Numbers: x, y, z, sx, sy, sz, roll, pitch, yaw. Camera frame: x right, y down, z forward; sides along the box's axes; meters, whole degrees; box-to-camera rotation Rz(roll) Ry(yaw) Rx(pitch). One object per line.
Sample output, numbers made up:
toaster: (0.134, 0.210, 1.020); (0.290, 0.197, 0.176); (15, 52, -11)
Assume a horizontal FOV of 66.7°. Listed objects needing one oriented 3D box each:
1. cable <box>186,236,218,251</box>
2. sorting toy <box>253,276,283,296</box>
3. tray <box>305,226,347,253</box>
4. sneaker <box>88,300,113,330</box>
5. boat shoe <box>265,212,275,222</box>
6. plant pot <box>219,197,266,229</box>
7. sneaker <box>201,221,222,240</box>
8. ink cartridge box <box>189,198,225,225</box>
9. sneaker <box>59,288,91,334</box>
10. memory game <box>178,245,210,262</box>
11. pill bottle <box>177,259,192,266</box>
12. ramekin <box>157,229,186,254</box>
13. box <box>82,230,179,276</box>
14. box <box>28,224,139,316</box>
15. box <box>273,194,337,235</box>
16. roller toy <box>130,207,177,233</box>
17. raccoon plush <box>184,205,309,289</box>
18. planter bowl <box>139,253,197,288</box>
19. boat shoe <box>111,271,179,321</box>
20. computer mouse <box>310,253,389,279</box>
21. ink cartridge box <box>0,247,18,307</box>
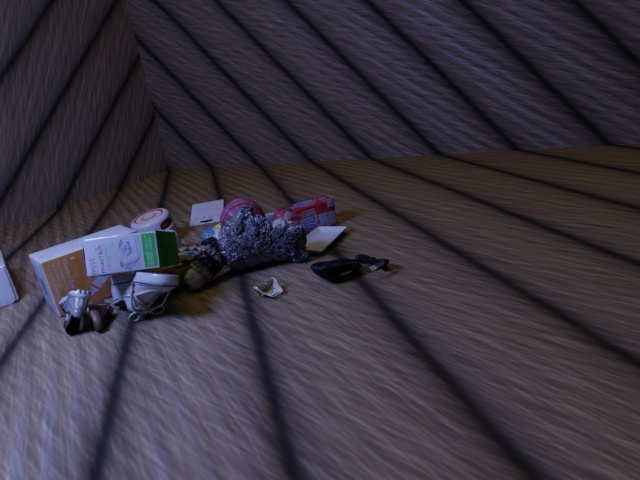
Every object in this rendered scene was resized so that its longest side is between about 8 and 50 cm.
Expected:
cable: (-0.497, 0.035, 2.032); (0.150, 0.047, 0.184); (-44, 29, -15)
sorting toy: (-0.165, 0.165, 1.607); (0.075, 0.045, 0.083); (18, 32, 39)
tray: (0.000, 0.000, 2.003); (0.145, 0.030, 0.270); (0, 22, 26)
sneaker: (-0.724, 0.238, 1.612); (0.071, 0.067, 0.188); (-17, 22, -25)
boat shoe: (-0.170, -0.100, 2.301); (0.219, 0.078, 0.070); (1, 21, 6)
plant pot: (-0.314, -0.056, 2.067); (0.201, 0.202, 0.180); (-15, 30, -16)
sneaker: (-0.476, -0.009, 2.194); (0.126, 0.091, 0.240); (-26, 18, 8)
ink cartridge box: (-0.614, -0.135, 2.658); (0.180, 0.056, 0.225); (-10, 38, -3)
sneaker: (-0.818, 0.250, 1.598); (0.086, 0.132, 0.228); (13, -28, -28)
memory game: (-0.514, 0.050, 1.859); (0.186, 0.012, 0.186); (-6, 17, 2)
pill bottle: (-0.540, 0.096, 1.924); (0.116, 0.065, 0.065); (-1, 21, 20)
ramekin: (-0.700, 0.030, 2.115); (0.206, 0.109, 0.207); (-8, 19, 3)
box: (-0.623, 0.045, 1.633); (0.230, 0.127, 0.262); (-7, 0, -2)
box: (-0.855, 0.104, 1.825); (0.345, 0.215, 0.168); (-25, 26, -37)
box: (-0.066, -0.104, 2.174); (0.256, 0.128, 0.122); (-21, 23, -29)
roller toy: (-0.791, -0.052, 2.329); (0.191, 0.147, 0.209); (-24, 29, -14)
raccoon plush: (-0.241, 0.073, 1.806); (0.298, 0.216, 0.447); (19, 61, 28)
planter bowl: (-0.553, 0.126, 1.807); (0.216, 0.091, 0.217); (-7, 17, 2)
boat shoe: (-0.585, 0.187, 1.589); (0.366, 0.157, 0.135); (-7, -12, 40)
computer mouse: (0.107, 0.101, 1.641); (0.261, 0.060, 0.184); (-9, 12, -38)
ink cartridge box: (-1.407, 0.170, 1.965); (0.279, 0.161, 0.384); (-21, 23, -31)
